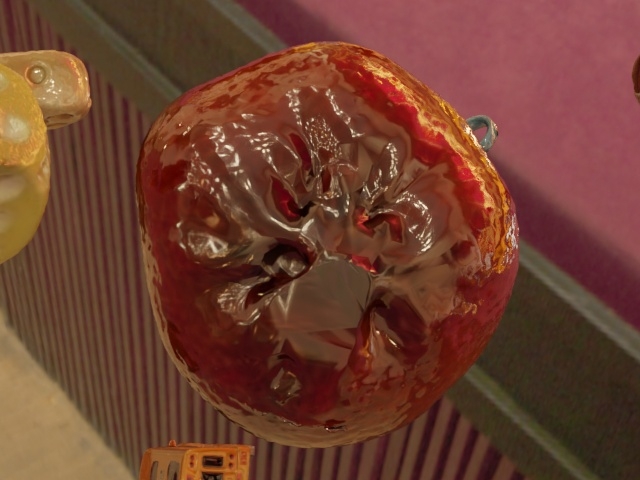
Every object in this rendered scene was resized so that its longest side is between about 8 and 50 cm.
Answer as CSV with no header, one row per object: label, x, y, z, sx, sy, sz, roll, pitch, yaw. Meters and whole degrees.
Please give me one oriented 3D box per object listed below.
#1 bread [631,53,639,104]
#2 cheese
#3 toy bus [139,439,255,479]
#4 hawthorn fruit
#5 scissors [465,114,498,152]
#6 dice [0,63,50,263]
bread,0.456,-0.193,1.304,0.160,0.160,0.073,34,60,22
cheese,-0.474,-0.240,1.762,0.218,0.235,0.117,-8,90,12
toy bus,-0.134,0.251,1.135,0.088,0.194,0.083,8,77,-22
hawthorn fruit,0.002,-0.008,0.808,0.295,0.295,0.311,3,29,-2
scissors,0.083,-0.064,1.194,0.256,0.030,0.125,-14,42,46
dice,-0.375,-0.075,1.077,0.166,0.169,0.169,-4,50,-36
